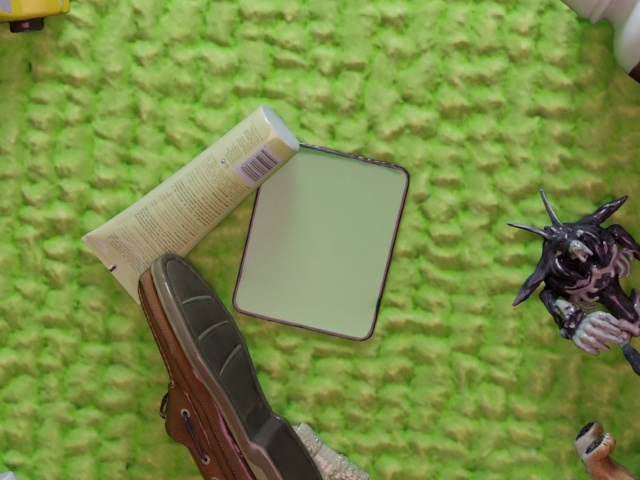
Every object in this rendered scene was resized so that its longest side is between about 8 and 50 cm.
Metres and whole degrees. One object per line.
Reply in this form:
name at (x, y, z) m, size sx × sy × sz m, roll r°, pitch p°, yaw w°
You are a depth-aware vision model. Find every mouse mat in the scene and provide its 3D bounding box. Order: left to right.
mouse mat at (0.000, 0.000, 1.781) m, size 0.152 × 0.007 × 0.190 m, roll 14°, pitch 99°, yaw 1°

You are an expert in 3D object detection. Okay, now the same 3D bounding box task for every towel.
towel at (-0.028, 0.275, 1.806) m, size 0.110 × 0.027 × 0.148 m, roll 38°, pitch 97°, yaw -3°

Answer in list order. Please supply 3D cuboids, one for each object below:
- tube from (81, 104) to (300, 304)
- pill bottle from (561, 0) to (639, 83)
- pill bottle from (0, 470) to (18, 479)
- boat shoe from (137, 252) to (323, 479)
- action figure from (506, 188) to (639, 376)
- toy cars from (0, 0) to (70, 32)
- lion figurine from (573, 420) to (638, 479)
tube at (-0.130, -0.042, 1.760) m, size 0.240 × 0.062 × 0.070 m, roll -40°, pitch 55°, yaw 13°
pill bottle at (0.420, -0.196, 1.617) m, size 0.392 × 0.224 × 0.224 m, roll 38°, pitch 97°, yaw 5°
pill bottle at (-0.311, 0.353, 1.783) m, size 0.119 × 0.119 × 0.208 m, roll -28°, pitch 95°, yaw 6°
boat shoe at (-0.116, 0.166, 1.741) m, size 0.104 × 0.110 × 0.307 m, roll -30°, pitch 87°, yaw 24°
action figure at (0.307, 0.061, 1.704) m, size 0.164 × 0.141 × 0.276 m, roll -45°, pitch 91°, yaw -9°
toy cars at (-0.439, -0.312, 1.723) m, size 0.393 × 0.087 × 0.176 m, roll 33°, pitch 97°, yaw -1°
lion figurine at (0.278, 0.337, 1.657) m, size 0.392 × 0.142 × 0.240 m, roll -42°, pitch 93°, yaw -3°
